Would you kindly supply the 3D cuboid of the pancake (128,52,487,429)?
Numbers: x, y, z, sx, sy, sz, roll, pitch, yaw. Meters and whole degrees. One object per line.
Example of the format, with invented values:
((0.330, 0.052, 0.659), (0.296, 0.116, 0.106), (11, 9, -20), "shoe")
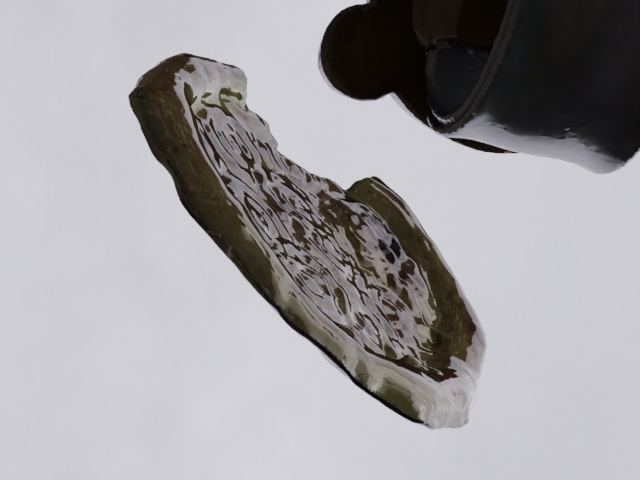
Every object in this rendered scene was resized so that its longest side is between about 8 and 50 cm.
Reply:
((0.000, 0.000, 0.894), (0.029, 0.235, 0.212), (-42, -142, 19), "pancake")

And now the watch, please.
((0.193, -0.233, 1.565), (0.327, 0.314, 0.335), (162, -60, -74), "watch")
